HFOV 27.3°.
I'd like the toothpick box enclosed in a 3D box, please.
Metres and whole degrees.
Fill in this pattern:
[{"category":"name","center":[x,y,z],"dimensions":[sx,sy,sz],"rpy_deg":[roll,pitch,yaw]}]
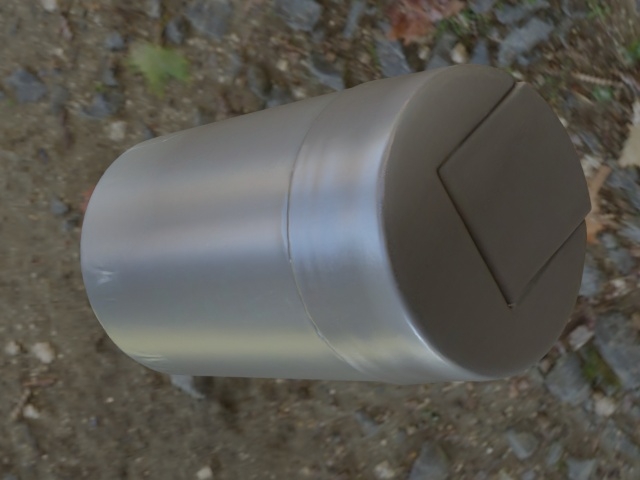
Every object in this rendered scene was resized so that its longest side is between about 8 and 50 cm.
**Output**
[{"category":"toothpick box","center":[0.000,0.000,0.508],"dimensions":[0.180,0.111,0.111],"rpy_deg":[-7,87,47]}]
